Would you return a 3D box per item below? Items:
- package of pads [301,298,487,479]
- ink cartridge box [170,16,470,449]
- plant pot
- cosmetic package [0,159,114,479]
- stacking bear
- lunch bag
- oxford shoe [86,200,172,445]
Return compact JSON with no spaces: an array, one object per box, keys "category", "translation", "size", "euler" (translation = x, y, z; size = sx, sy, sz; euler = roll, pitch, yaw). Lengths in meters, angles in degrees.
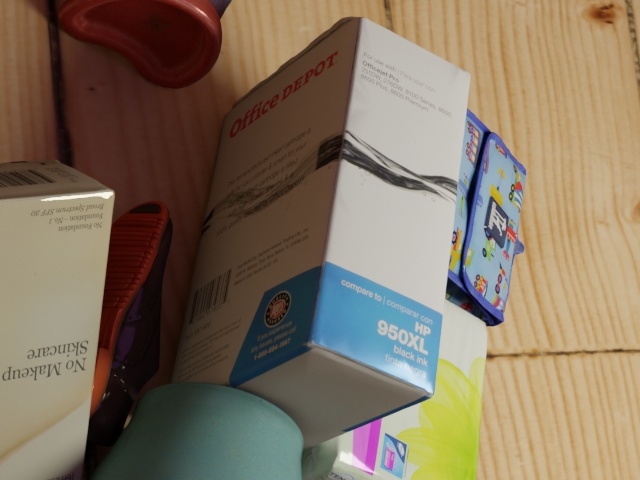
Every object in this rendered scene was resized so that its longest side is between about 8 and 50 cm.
[{"category":"package of pads","translation":[0.087,0.183,1.970],"size":[0.229,0.101,0.296],"euler":[31,51,-32]},{"category":"ink cartridge box","translation":[0.000,0.000,1.829],"size":[0.166,0.285,0.395],"euler":[24,59,-26]},{"category":"plant pot","translation":[-0.130,0.292,1.709],"size":[0.272,0.272,0.255],"euler":[33,51,-28]},{"category":"cosmetic package","translation":[-0.303,0.088,1.616],"size":[0.160,0.113,0.309],"euler":[-9,113,-41]},{"category":"stacking bear","translation":[-0.158,-0.348,1.914],"size":[0.175,0.164,0.289],"euler":[30,57,-30]},{"category":"lunch bag","translation":[0.158,-0.035,2.120],"size":[0.293,0.138,0.221],"euler":[31,59,-43]},{"category":"oxford shoe","translation":[-0.212,0.087,1.806],"size":[0.098,0.097,0.271],"euler":[42,61,-44]}]
